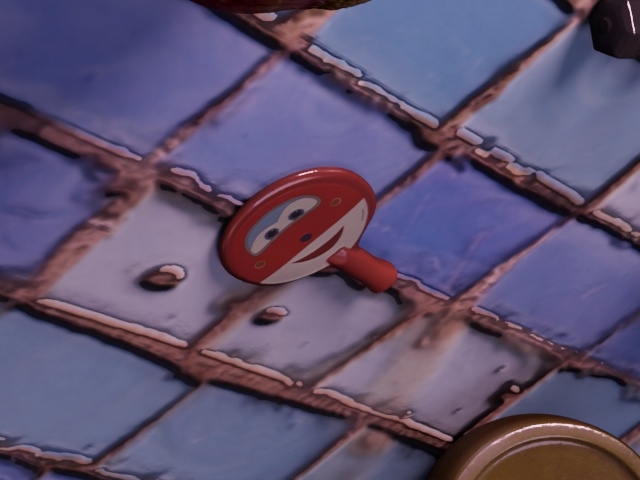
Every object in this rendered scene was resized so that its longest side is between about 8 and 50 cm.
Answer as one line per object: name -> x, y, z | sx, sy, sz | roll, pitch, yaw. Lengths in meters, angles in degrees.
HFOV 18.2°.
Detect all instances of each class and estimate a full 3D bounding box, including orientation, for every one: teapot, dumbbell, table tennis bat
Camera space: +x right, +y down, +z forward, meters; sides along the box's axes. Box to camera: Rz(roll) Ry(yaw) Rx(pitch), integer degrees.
teapot -> 0.145, 0.222, 1.510 | 0.268, 0.185, 0.175 | 10, 172, -7
dumbbell -> 0.194, -0.124, 1.151 | 0.083, 0.036, 0.040 | -5, 142, -36
table tennis bat -> 0.000, 0.000, 1.193 | 0.098, 0.019, 0.155 | -39, 146, 15

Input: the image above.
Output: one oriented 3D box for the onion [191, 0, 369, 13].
onion -> -0.005, -0.165, 0.817 | 0.177, 0.153, 0.177 | -34, 166, -10
